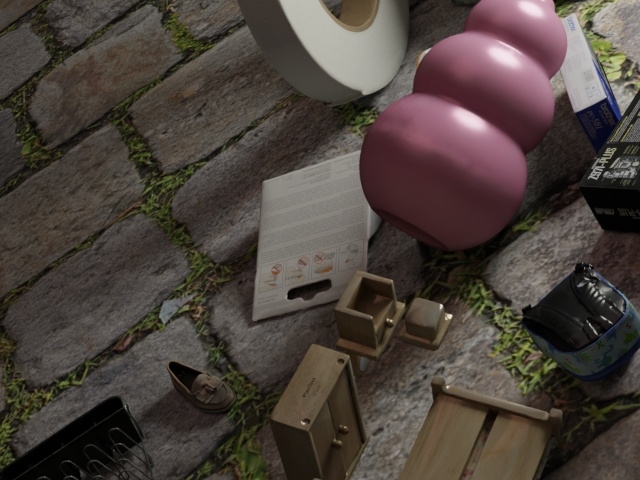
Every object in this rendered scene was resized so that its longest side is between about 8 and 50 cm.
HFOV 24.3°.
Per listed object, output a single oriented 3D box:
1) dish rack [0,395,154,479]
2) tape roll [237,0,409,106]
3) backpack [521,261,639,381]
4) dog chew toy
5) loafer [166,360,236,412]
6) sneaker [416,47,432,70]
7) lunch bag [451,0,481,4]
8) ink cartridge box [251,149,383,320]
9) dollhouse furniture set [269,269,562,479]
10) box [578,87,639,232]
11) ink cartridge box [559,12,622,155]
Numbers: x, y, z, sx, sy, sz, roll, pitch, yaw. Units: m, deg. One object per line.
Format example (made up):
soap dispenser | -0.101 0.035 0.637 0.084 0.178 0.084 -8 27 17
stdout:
dish rack | -0.286 0.332 1.794 0.208 0.074 0.271 -35 33 4
tape roll | 0.002 -0.393 2.152 0.072 0.392 0.392 -13 39 32
backpack | 0.284 0.095 1.561 0.105 0.084 0.114 -39 28 -4
dog chew toy | 0.188 -0.157 1.807 0.206 0.206 0.332 23 82 53
loafer | -0.156 0.185 1.891 0.045 0.039 0.125 -48 35 -19
sneaker | 0.187 -0.184 1.993 0.121 0.099 0.262 -14 40 23
lunch bag | 0.266 -0.503 2.167 0.305 0.256 0.213 6 51 46
ink cartridge box | 0.000 0.000 1.990 0.181 0.056 0.225 -16 57 28
dollhouse furniture set | 0.145 0.231 1.551 0.355 0.174 0.303 15 55 22
box | 0.406 -0.096 1.696 0.147 0.077 0.180 5 51 45
ink cartridge box | 0.337 -0.190 1.859 0.046 0.097 0.207 -26 35 16
